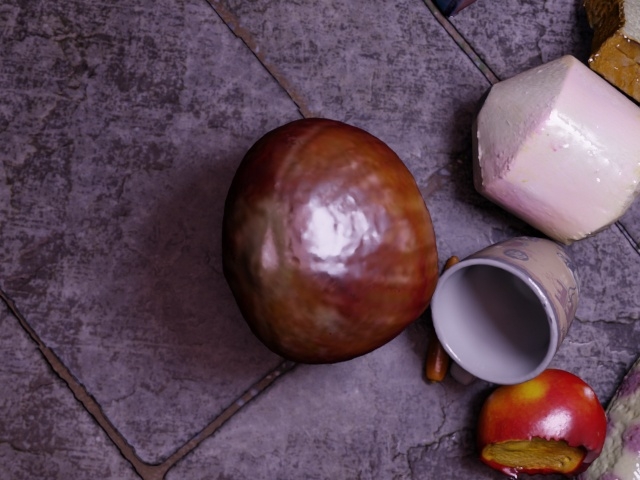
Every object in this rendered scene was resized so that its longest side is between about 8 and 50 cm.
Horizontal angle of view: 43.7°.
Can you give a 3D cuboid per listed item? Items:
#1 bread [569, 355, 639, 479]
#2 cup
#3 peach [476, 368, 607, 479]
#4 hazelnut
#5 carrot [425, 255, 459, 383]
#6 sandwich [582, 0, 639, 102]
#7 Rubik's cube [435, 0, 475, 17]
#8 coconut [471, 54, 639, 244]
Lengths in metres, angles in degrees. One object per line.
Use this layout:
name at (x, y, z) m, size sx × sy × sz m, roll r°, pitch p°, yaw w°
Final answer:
bread at (0.604, 0.339, 1.442) m, size 0.155 × 0.187 × 0.338 m, roll 39°, pitch 80°, yaw -7°
cup at (0.341, 0.132, 1.433) m, size 0.227 × 0.301 × 0.257 m, roll 38°, pitch 36°, yaw 22°
peach at (0.387, 0.338, 1.417) m, size 0.226 × 0.190 × 0.196 m, roll -33°, pitch 90°, yaw -16°
hazelnut at (0.000, 0.000, 1.330) m, size 0.353 × 0.421 × 0.420 m, roll 7°, pitch 77°, yaw 40°
carrot at (0.234, 0.147, 1.506) m, size 0.043 × 0.043 × 0.247 m, roll 12°, pitch 78°, yaw -4°
sandwich at (0.623, -0.350, 1.510) m, size 0.271 × 0.099 × 0.301 m, roll 37°, pitch 38°, yaw -14°
Rubik's cube at (0.322, -0.693, 1.481) m, size 0.362 × 0.363 × 0.358 m, roll -31°, pitch 90°, yaw -14°
coconut at (0.421, -0.174, 1.460) m, size 0.310 × 0.297 × 0.297 m, roll 37°, pitch 80°, yaw -2°
